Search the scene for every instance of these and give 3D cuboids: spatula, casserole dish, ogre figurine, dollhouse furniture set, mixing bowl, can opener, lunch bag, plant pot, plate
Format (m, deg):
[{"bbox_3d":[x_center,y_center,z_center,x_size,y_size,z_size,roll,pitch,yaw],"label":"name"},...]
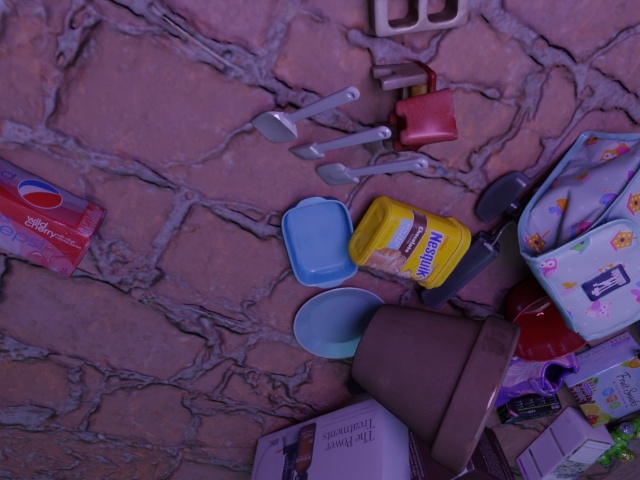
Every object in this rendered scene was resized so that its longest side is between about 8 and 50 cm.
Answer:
[{"bbox_3d":[0.015,-0.127,0.641,0.168,0.242,0.019,40,73,-26],"label":"spatula"},{"bbox_3d":[0.000,0.000,0.821,0.114,0.037,0.188,-12,125,2],"label":"casserole dish"},{"bbox_3d":[0.766,0.517,1.251,0.118,0.097,0.197,7,141,-33],"label":"ogre figurine"},{"bbox_3d":[0.146,-0.269,0.551,0.152,0.201,0.374,-9,125,-2],"label":"dollhouse furniture set"},{"bbox_3d":[0.425,0.135,0.931,0.181,0.098,0.181,-4,125,-6],"label":"mixing bowl"},{"bbox_3d":[0.271,0.003,0.849,0.093,0.074,0.280,40,115,9],"label":"can opener"},{"bbox_3d":[0.432,-0.002,0.746,0.223,0.160,0.262,46,75,-29],"label":"lunch bag"},{"bbox_3d":[0.184,0.219,0.837,0.229,0.263,0.263,24,126,20],"label":"plant pot"},{"bbox_3d":[0.041,0.157,0.944,0.188,0.024,0.188,-3,125,-4],"label":"plate"}]

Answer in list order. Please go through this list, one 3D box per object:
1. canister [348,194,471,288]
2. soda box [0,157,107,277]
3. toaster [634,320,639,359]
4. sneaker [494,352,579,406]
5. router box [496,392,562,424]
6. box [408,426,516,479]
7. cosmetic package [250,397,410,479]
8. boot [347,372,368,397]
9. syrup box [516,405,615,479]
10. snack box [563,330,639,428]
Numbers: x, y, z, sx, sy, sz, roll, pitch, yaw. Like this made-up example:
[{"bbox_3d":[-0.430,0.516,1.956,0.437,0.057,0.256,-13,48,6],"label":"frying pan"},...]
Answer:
[{"bbox_3d":[0.144,0.004,0.801,0.169,0.073,0.126,16,117,-29],"label":"canister"},{"bbox_3d":[-0.458,-0.054,0.697,0.263,0.083,0.092,30,116,-24],"label":"soda box"},{"bbox_3d":[0.718,0.138,0.956,0.227,0.129,0.146,-23,121,11],"label":"toaster"},{"bbox_3d":[0.450,0.293,1.043,0.095,0.105,0.236,29,118,-26],"label":"sneaker"},{"bbox_3d":[0.486,0.394,1.137,0.122,0.038,0.092,-10,150,1],"label":"router box"},{"bbox_3d":[0.323,0.529,1.151,0.203,0.168,0.167,36,114,-27],"label":"box"},{"bbox_3d":[0.003,0.504,0.973,0.377,0.284,0.097,-32,124,31],"label":"cosmetic package"},{"bbox_3d":[0.213,0.315,1.036,0.263,0.091,0.229,-26,123,9],"label":"boot"},{"bbox_3d":[0.615,0.539,1.239,0.093,0.096,0.237,15,122,-15],"label":"syrup box"},{"bbox_3d":[0.660,0.322,1.110,0.174,0.070,0.207,-31,124,15],"label":"snack box"}]
